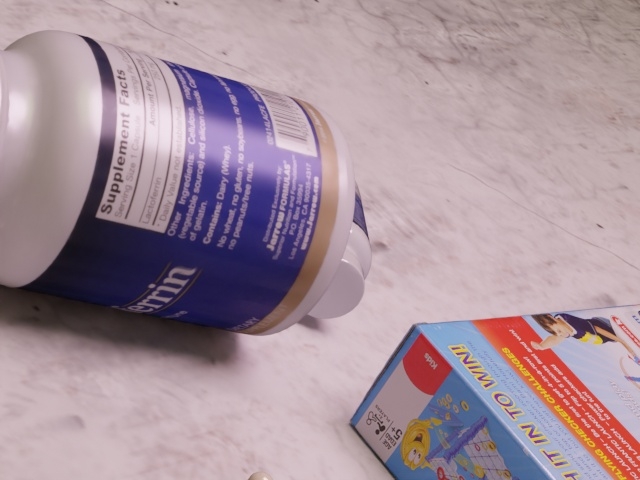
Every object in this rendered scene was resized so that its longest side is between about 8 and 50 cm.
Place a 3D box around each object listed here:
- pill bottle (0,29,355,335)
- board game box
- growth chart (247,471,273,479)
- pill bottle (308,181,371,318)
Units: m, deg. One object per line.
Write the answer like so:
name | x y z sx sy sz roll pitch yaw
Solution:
pill bottle | -0.124 -0.038 1.010 0.264 0.153 0.153 14 32 -33
board game box | 0.222 0.177 1.100 0.302 0.086 0.308 -1 42 -49
growth chart | -0.024 0.198 0.865 0.172 0.021 0.237 41 27 15
pill bottle | 0.000 0.000 1.180 0.067 0.067 0.120 23 27 -19
